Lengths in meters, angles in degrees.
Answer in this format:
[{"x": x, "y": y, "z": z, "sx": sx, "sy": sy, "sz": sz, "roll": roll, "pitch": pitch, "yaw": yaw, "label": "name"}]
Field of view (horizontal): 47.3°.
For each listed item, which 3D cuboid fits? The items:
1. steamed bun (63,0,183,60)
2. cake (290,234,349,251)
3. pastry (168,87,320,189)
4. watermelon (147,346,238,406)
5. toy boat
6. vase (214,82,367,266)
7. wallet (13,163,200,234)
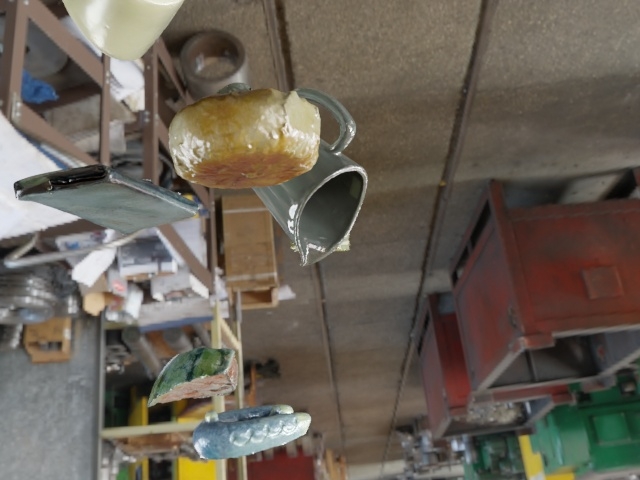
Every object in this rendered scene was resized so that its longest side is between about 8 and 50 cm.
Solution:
[{"x": -0.281, "y": -0.393, "z": 1.003, "sx": 0.154, "sy": 0.250, "sz": 0.200, "roll": 9, "pitch": 161, "yaw": -35, "label": "steamed bun"}, {"x": 0.000, "y": 0.000, "z": 1.504, "sx": 0.140, "sy": 0.051, "sz": 0.055, "roll": -2, "pitch": 179, "yaw": 44, "label": "cake"}, {"x": -0.094, "y": -0.124, "z": 0.930, "sx": 0.192, "sy": 0.093, "sz": 0.182, "roll": -5, "pitch": 168, "yaw": 2, "label": "pastry"}, {"x": -0.199, "y": 0.225, "z": 1.223, "sx": 0.187, "sy": 0.071, "sz": 0.139, "roll": -27, "pitch": 149, "yaw": 27, "label": "watermelon"}, {"x": -0.199, "y": 0.506, "z": 2.040, "sx": 0.329, "sy": 0.123, "sz": 0.215, "roll": -9, "pitch": -175, "yaw": -25, "label": "toy boat"}, {"x": -0.059, "y": -0.142, "z": 1.179, "sx": 0.156, "sy": 0.301, "sz": 0.251, "roll": -8, "pitch": 136, "yaw": -51, "label": "vase"}, {"x": -0.391, "y": -0.076, "z": 1.395, "sx": 0.190, "sy": 0.046, "sz": 0.379, "roll": -13, "pitch": 169, "yaw": 12, "label": "wallet"}]
